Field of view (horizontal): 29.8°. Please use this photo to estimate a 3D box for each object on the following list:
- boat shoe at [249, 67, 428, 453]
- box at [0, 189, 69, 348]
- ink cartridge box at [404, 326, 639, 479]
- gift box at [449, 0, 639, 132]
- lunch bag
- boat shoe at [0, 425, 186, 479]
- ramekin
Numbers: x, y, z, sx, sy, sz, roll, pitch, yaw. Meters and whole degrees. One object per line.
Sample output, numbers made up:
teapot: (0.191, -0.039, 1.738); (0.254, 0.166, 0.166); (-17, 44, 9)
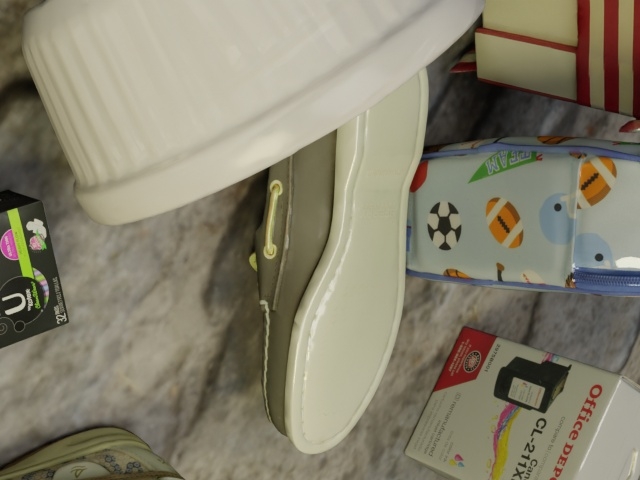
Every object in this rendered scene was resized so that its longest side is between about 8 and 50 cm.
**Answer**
boat shoe: (0.003, 0.000, 0.882); (0.109, 0.091, 0.304); (4, 98, -50)
box: (-0.202, 0.018, 0.749); (0.062, 0.052, 0.083); (-22, 113, -34)
ink cartridge box: (0.174, 0.156, 0.992); (0.072, 0.175, 0.127); (34, 77, -38)
gift box: (0.246, -0.220, 0.904); (0.276, 0.255, 0.258); (-37, 134, -34)
lunch bag: (0.212, -0.021, 0.905); (0.243, 0.303, 0.114); (-3, 97, -38)
boat shoe: (-0.213, 0.202, 0.753); (0.285, 0.089, 0.104); (-26, 114, -31)
ramekin: (-0.052, -0.132, 0.711); (0.273, 0.273, 0.127); (-38, 107, -26)
